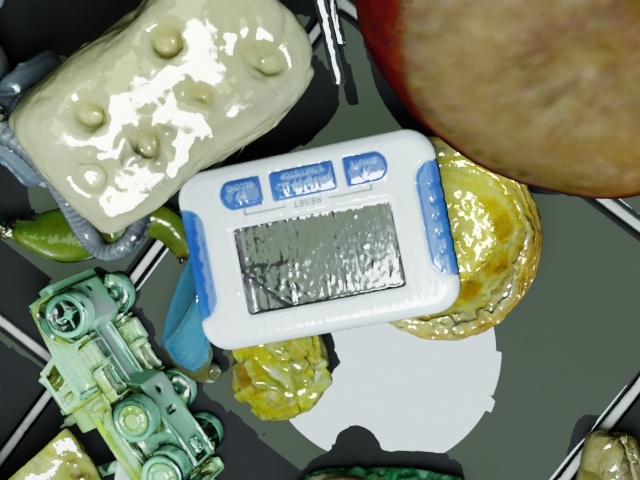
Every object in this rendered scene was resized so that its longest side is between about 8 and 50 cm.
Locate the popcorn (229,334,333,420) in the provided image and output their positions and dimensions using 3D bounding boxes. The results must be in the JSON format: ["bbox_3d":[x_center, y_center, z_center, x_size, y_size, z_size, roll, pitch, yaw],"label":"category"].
[{"bbox_3d":[-0.043,0.130,1.103,0.116,0.106,0.121,27,100,-20],"label":"popcorn"}]

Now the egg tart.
[{"bbox_3d":[0.122,-0.002,1.093,0.212,0.090,0.212,0,91,3],"label":"egg tart"}]

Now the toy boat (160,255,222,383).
[{"bbox_3d":[-0.107,0.060,1.122,0.077,0.075,0.185,22,90,-29],"label":"toy boat"}]

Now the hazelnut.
[{"bbox_3d":[0.229,-0.237,0.939,0.409,0.359,0.359,30,96,-31],"label":"hazelnut"}]

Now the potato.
[{"bbox_3d":[-0.288,0.272,1.091,0.081,0.149,0.120,48,58,5],"label":"potato"}]

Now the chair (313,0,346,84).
[{"bbox_3d":[-0.031,-0.289,1.019,0.172,0.159,0.247,1,114,2],"label":"chair"}]

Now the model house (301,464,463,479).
[{"bbox_3d":[0.050,0.379,1.003,0.194,0.325,0.267,3,93,2],"label":"model house"}]

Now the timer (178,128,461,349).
[{"bbox_3d":[0.000,0.000,1.032,0.253,0.078,0.178,-10,90,9],"label":"timer"}]

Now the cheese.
[{"bbox_3d":[-0.134,-0.127,0.940,0.263,0.093,0.159,-38,106,4],"label":"cheese"}]

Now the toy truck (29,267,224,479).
[{"bbox_3d":[-0.220,0.162,1.114,0.135,0.128,0.259,-29,91,19],"label":"toy truck"}]

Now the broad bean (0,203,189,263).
[{"bbox_3d":[-0.240,-0.010,1.140,0.213,0.048,0.070,2,93,1],"label":"broad bean"}]

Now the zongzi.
[{"bbox_3d":[0.341,0.285,1.104,0.176,0.078,0.160,13,94,-7],"label":"zongzi"}]

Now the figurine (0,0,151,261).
[{"bbox_3d":[-0.331,-0.136,1.071,0.382,0.186,0.261,11,89,3],"label":"figurine"}]
